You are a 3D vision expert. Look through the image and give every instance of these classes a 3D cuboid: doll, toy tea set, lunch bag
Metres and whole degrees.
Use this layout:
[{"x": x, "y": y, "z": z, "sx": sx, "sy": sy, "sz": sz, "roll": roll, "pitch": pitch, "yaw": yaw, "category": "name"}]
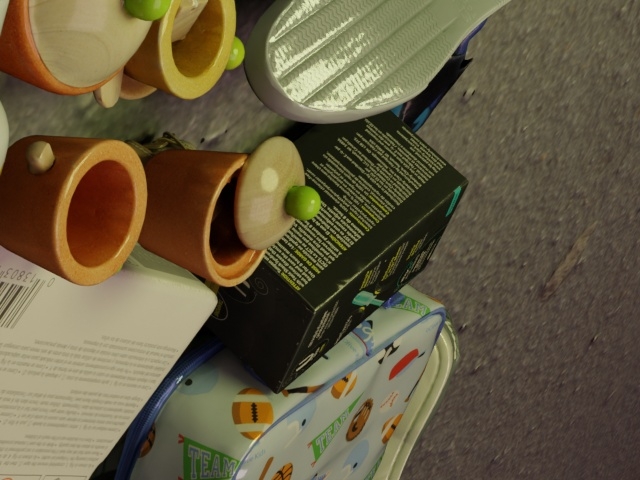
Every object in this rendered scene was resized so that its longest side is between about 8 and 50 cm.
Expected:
[{"x": 0.079, "y": -0.124, "z": 1.196, "sx": 0.189, "sy": 0.046, "sz": 0.129, "roll": -51, "pitch": 168, "yaw": 16, "category": "doll"}, {"x": -0.084, "y": -0.059, "z": 0.801, "sx": 0.336, "sy": 0.124, "sz": 0.200, "roll": 4, "pitch": 99, "yaw": -62, "category": "toy tea set"}, {"x": -0.032, "y": 0.138, "z": 1.267, "sx": 0.303, "sy": 0.115, "sz": 0.243, "roll": -33, "pitch": 150, "yaw": -48, "category": "lunch bag"}]

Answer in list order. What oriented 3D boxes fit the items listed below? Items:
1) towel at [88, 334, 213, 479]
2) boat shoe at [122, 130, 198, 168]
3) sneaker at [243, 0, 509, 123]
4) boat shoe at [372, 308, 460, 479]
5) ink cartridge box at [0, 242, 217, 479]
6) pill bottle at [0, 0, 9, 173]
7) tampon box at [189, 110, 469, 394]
[{"x": -0.139, "y": 0.125, "z": 1.185, "sx": 0.152, "sy": 0.023, "sz": 0.113, "roll": -14, "pitch": 138, "yaw": -57, "category": "towel"}, {"x": -0.092, "y": -0.041, "z": 0.997, "sx": 0.045, "sy": 0.050, "sz": 0.135, "roll": -54, "pitch": 168, "yaw": -4, "category": "boat shoe"}, {"x": 0.035, "y": -0.133, "z": 1.024, "sx": 0.091, "sy": 0.094, "sz": 0.258, "roll": -17, "pitch": -168, "yaw": 47, "category": "sneaker"}, {"x": 0.026, "y": 0.186, "z": 1.477, "sx": 0.319, "sy": 0.116, "sz": 0.099, "roll": -60, "pitch": 175, "yaw": 20, "category": "boat shoe"}, {"x": -0.211, "y": 0.105, "z": 0.959, "sx": 0.261, "sy": 0.066, "sz": 0.296, "roll": -55, "pitch": 157, "yaw": 6, "category": "ink cartridge box"}, {"x": -0.173, "y": -0.016, "z": 0.609, "sx": 0.103, "sy": 0.103, "sz": 0.184, "roll": -13, "pitch": 128, "yaw": -57, "category": "pill bottle"}, {"x": 0.000, "y": 0.000, "z": 1.134, "sx": 0.161, "sy": 0.101, "sz": 0.120, "roll": -39, "pitch": 165, "yaw": -32, "category": "tampon box"}]
